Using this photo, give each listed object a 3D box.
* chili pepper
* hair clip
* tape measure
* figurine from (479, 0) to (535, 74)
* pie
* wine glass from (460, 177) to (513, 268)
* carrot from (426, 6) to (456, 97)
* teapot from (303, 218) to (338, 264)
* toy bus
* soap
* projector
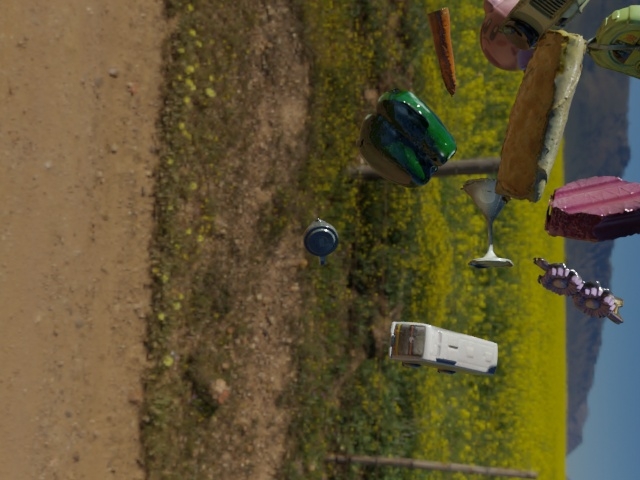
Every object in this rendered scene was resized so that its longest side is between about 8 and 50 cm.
[{"bbox_3d":[0.243,-0.281,1.911,0.233,0.257,0.248,-53,174,33],"label":"chili pepper"},{"bbox_3d":[0.673,0.126,1.762,0.084,0.292,0.106,-64,-173,-32],"label":"hair clip"},{"bbox_3d":[0.773,-0.494,1.692,0.175,0.200,0.106,99,14,-50],"label":"tape measure"},{"bbox_3d":[0.450,-0.476,1.572,0.173,0.173,0.173,0,90,-71],"label":"figurine"},{"bbox_3d":[0.341,-0.190,1.081,0.128,0.068,0.282,-141,-119,-67],"label":"pie"},{"bbox_3d":[0.464,-0.044,1.860,0.156,0.156,0.232,32,59,-69],"label":"wine glass"},{"bbox_3d":[0.319,-0.477,1.743,0.057,0.057,0.224,-53,132,-61],"label":"carrot"},{"bbox_3d":[0.000,0.000,1.291,0.057,0.066,0.088,-100,-176,-62],"label":"teapot"},{"bbox_3d":[0.256,0.226,1.401,0.268,0.106,0.092,19,73,-41],"label":"toy bus"},{"bbox_3d":[0.762,-0.085,1.896,0.182,0.289,0.112,-108,-171,-56],"label":"soap"},{"bbox_3d":[0.402,-0.415,1.166,0.193,0.088,0.269,-49,180,-1],"label":"projector"}]
